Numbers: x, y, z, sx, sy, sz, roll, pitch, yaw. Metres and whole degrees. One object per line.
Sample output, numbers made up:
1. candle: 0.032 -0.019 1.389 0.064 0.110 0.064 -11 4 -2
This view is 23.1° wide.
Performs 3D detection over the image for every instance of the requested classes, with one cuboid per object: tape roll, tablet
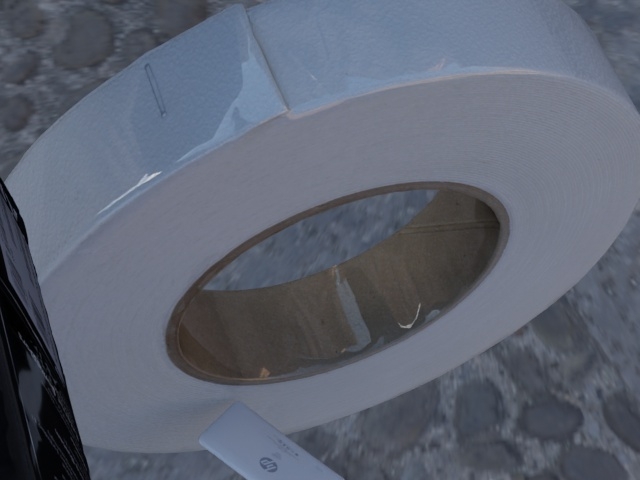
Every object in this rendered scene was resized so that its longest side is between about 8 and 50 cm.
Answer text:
1. tape roll: 0.000 0.000 0.900 0.392 0.392 0.072 -26 63 7
2. tablet: -0.028 0.130 0.929 0.083 0.054 0.006 35 121 9

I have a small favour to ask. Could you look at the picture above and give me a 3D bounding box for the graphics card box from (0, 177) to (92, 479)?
1. graphics card box: -0.193 0.103 0.517 0.232 0.371 0.094 -25 130 -3
